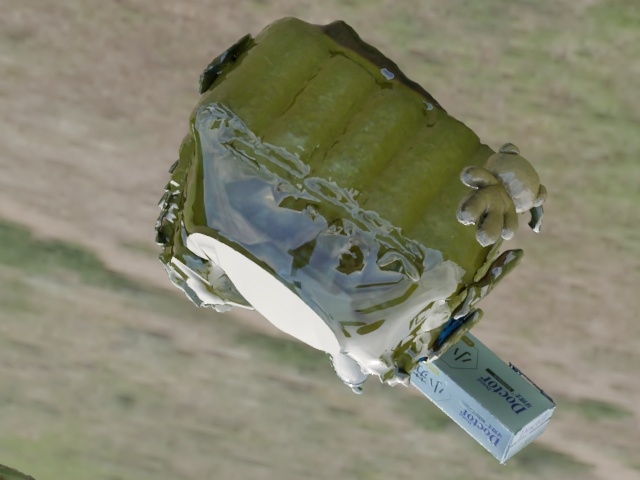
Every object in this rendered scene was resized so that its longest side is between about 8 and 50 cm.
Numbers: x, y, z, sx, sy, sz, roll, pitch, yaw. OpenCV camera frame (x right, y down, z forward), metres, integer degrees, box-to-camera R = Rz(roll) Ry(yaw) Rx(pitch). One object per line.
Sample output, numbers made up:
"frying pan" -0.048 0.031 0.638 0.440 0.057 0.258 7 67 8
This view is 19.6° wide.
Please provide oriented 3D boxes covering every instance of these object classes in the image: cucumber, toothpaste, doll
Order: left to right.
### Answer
"cucumber" 0.026 0.094 1.866 0.056 0.056 0.250 8 154 13
"toothpaste" 0.141 0.139 2.257 0.313 0.089 0.071 41 138 24
"doll" 0.129 -0.034 1.340 0.051 0.061 0.093 -35 -173 19

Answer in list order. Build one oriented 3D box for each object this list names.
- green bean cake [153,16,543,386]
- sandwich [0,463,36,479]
"green bean cake" 0.000 0.000 1.604 0.310 0.202 0.285 37 146 11
"sandwich" -0.230 0.165 0.989 0.159 0.079 0.235 13 -176 21
